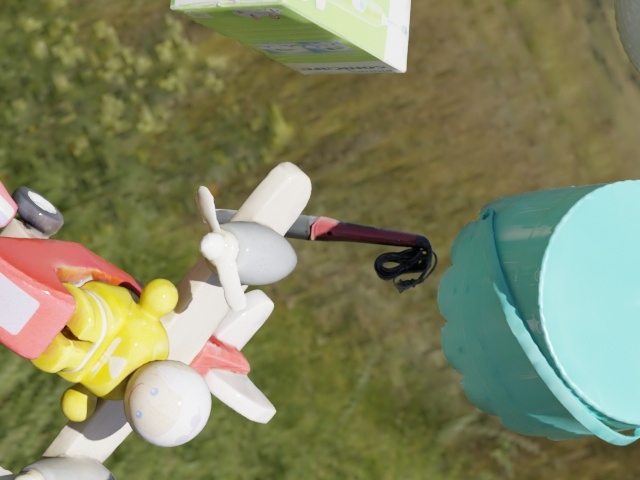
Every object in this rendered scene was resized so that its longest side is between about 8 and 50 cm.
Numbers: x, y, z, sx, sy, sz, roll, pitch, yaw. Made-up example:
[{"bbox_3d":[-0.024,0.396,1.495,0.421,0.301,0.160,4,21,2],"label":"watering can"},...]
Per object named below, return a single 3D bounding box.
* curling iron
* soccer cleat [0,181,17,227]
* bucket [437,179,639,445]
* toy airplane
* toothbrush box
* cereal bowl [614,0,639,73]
[{"bbox_3d":[0.000,0.000,1.936,0.035,0.274,0.068,113,-9,-76],"label":"curling iron"},{"bbox_3d":[-0.337,-0.020,1.505,0.095,0.248,0.083,42,63,-8],"label":"soccer cleat"},{"bbox_3d":[0.275,0.070,1.705,0.183,0.281,0.281,-18,-87,66],"label":"bucket"},{"bbox_3d":[-0.177,0.125,1.754,0.272,0.384,0.386,-130,-149,-48],"label":"toy airplane"},{"bbox_3d":[-0.017,-0.285,1.602,0.283,0.122,0.206,14,78,-63],"label":"toothbrush box"},{"bbox_3d":[0.499,-0.247,1.973,0.339,0.339,0.141,56,43,-37],"label":"cereal bowl"}]
